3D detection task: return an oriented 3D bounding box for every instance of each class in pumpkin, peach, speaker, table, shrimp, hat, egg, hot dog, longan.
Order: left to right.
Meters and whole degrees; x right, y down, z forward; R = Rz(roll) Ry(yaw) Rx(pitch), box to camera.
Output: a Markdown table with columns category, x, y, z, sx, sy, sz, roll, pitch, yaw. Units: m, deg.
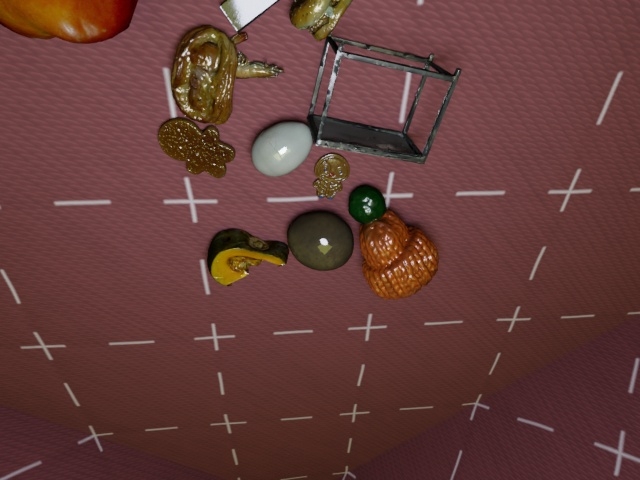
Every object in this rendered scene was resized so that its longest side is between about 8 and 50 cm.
| category | x | y | z | sx | sy | sz | roll | pitch | yaw |
| --- | --- | --- | --- | --- | --- | --- | --- | --- | --- |
| peach | -0.534 | -0.612 | 0.869 | 0.310 | 0.335 | 0.405 | 13 | 118 | -25 |
| hot dog | -0.320 | -0.449 | 1.145 | 0.175 | 0.114 | 0.258 | 18 | 124 | 1 |
| pumpkin | -0.277 | 0.076 | 1.526 | 0.281 | 0.139 | 0.189 | 17 | 118 | -16 |
| shrimp | -0.192 | -0.522 | 1.168 | 0.179 | 0.034 | 0.124 | 2 | 124 | 3 |
| speaker | -0.153 | -0.645 | 1.076 | 0.218 | 0.044 | 0.082 | -31 | 124 | 15 |
| egg | -0.118 | -0.286 | 1.276 | 0.209 | 0.151 | 0.151 | -33 | 123 | 14 |
| longan | 0.000 | 0.000 | 1.473 | 0.246 | 0.215 | 0.246 | 25 | 149 | 16 |
| table | 0.161 | -0.411 | 1.181 | 0.336 | 0.222 | 0.272 | 7 | 124 | -13 |
| hat | 0.242 | 0.001 | 1.453 | 0.286 | 0.285 | 0.400 | -27 | 121 | 11 |

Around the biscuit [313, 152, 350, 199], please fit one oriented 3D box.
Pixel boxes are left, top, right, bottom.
| category | x | y | z | sx | sy | sz | roll | pitch | yaw |
| --- | --- | --- | --- | --- | --- | --- | --- | --- | --- |
| biscuit | 0.036 | -0.219 | 1.423 | 0.124 | 0.026 | 0.174 | 5 | 125 | -11 |

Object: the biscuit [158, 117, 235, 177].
| category | x | y | z | sx | sy | sz | roll | pitch | yaw |
| --- | --- | --- | --- | --- | --- | --- | --- | --- | --- |
| biscuit | -0.392 | -0.294 | 1.302 | 0.237 | 0.039 | 0.180 | 27 | 120 | -24 |

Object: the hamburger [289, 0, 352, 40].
| category | x | y | z | sx | sy | sz | roll | pitch | yaw |
| --- | --- | --- | --- | --- | --- | --- | --- | --- | --- |
| hamburger | 0.007 | -0.613 | 1.046 | 0.114 | 0.176 | 0.186 | 33 | 156 | -23 |
